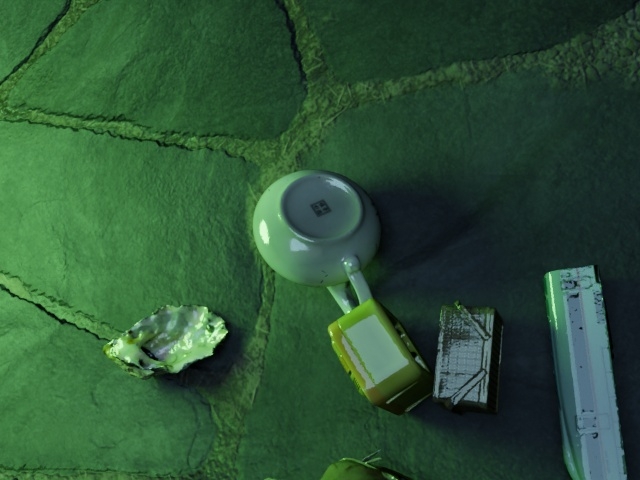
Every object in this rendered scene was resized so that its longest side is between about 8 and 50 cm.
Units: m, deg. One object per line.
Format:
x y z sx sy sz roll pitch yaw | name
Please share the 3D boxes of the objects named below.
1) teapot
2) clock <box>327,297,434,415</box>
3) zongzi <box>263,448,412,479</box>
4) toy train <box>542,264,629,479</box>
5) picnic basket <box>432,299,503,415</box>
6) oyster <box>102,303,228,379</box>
0.000 0.000 1.363 0.208 0.166 0.299 -17 71 -31 | teapot
0.097 0.177 1.239 0.096 0.202 0.143 -37 66 5 | clock
0.066 0.435 1.031 0.500 0.467 0.218 40 95 25 | zongzi
0.384 0.243 1.185 0.088 0.086 0.407 -8 72 16 | toy train
0.224 0.179 1.243 0.079 0.115 0.164 2 75 22 | picnic basket
-0.262 0.185 1.440 0.209 0.072 0.133 -28 59 -12 | oyster
